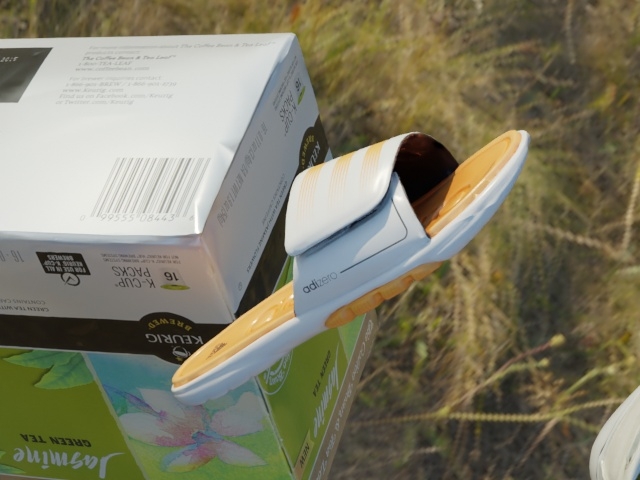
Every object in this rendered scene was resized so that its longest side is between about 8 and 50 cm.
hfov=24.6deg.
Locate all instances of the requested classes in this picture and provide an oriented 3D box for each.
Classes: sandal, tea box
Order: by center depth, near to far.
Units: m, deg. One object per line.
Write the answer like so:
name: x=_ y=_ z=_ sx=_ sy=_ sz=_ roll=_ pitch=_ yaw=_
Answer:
sandal: x=-0.003 y=0.004 z=0.830 sx=0.076 sy=0.265 sz=0.102 roll=51 pitch=22 yaw=-11
tea box: x=-0.161 y=0.031 z=1.133 sx=0.329 sy=0.323 sz=0.220 roll=2 pitch=47 yaw=21

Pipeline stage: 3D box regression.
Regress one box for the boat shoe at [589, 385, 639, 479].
boat shoe: x=0.350 y=0.077 z=1.165 sx=0.136 sy=0.156 sz=0.367 roll=39 pitch=89 yaw=-1
